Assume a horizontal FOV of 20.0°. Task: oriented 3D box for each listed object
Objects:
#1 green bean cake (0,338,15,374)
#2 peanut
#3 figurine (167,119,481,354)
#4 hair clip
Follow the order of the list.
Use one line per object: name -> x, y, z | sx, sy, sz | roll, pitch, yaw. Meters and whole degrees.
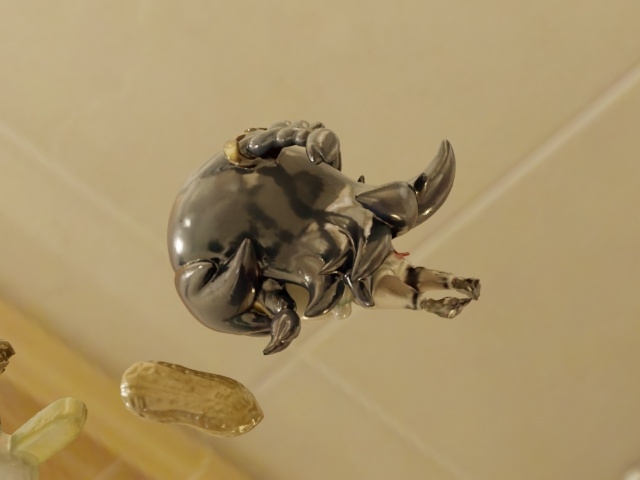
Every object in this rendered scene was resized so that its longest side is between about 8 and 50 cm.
green bean cake -> -0.309, 0.034, 1.005 | 0.230, 0.131, 0.224 | 43, -166, 23
peanut -> -0.098, 0.121, 1.381 | 0.113, 0.054, 0.054 | 16, -154, -9
figurine -> -0.005, -0.002, 1.484 | 0.175, 0.265, 0.197 | 8, -113, -57
hair clip -> -0.239, 0.136, 1.261 | 0.071, 0.159, 0.218 | -91, -2, -66
